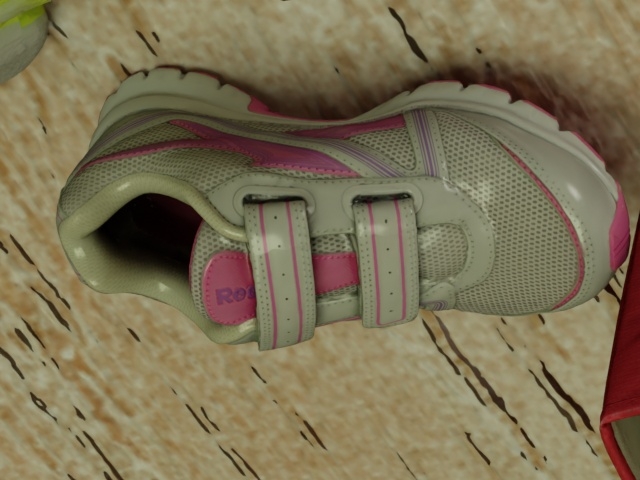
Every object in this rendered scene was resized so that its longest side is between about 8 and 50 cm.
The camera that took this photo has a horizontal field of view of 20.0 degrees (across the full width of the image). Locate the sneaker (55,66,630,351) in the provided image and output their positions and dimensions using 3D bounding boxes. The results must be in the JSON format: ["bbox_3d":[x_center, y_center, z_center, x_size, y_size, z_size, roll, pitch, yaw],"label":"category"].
[{"bbox_3d":[0.000,0.000,0.752,0.252,0.111,0.103,4,125,24],"label":"sneaker"}]

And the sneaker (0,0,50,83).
[{"bbox_3d":[-0.164,-0.132,0.756,0.126,0.091,0.240,51,125,2],"label":"sneaker"}]

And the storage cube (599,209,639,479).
[{"bbox_3d":[0.234,0.056,0.687,0.183,0.193,0.215,-18,116,27],"label":"storage cube"}]
